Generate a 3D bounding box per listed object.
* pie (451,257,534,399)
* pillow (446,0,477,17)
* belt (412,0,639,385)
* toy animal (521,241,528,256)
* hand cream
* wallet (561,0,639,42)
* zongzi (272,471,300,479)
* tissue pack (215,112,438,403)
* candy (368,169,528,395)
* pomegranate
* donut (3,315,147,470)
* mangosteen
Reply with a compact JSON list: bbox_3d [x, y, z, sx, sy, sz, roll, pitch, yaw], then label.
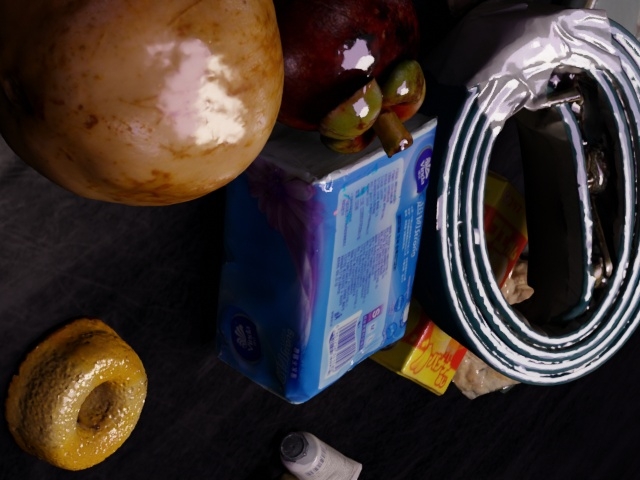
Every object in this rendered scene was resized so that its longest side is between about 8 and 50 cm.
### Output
[{"bbox_3d":[0.249,0.108,1.773,0.185,0.218,0.052,66,17,-13],"label":"pie"},{"bbox_3d":[0.205,-0.345,1.503,0.211,0.034,0.135,-41,144,-28],"label":"pillow"},{"bbox_3d":[0.239,-0.056,1.525,0.300,0.173,0.436,-10,104,-20],"label":"belt"},{"bbox_3d":[0.335,0.055,1.865,0.193,0.179,0.127,-53,155,-16],"label":"toy animal"},{"bbox_3d":[0.002,0.288,1.686,0.080,0.050,0.234,-56,152,-11],"label":"hand cream"},{"bbox_3d":[0.430,-0.320,1.802,0.360,0.083,0.252,2,106,-54],"label":"wallet"},{"bbox_3d":[-0.081,0.460,1.623,0.286,0.138,0.300,-44,153,-20],"label":"zongzi"},{"bbox_3d":[0.000,0.000,1.362,0.198,0.146,0.263,-30,135,-43],"label":"tissue pack"},{"bbox_3d":[0.163,0.048,1.688,0.276,0.088,0.146,-61,147,-1],"label":"candy"},{"bbox_3d":[-0.138,-0.142,0.980,0.248,0.248,0.248,-35,139,-37],"label":"pomegranate"},{"bbox_3d":[-0.221,0.148,1.246,0.152,0.058,0.152,-37,143,-36],"label":"donut"},{"bbox_3d":[0.019,-0.162,1.224,0.200,0.200,0.199,-35,139,-37],"label":"mangosteen"}]
